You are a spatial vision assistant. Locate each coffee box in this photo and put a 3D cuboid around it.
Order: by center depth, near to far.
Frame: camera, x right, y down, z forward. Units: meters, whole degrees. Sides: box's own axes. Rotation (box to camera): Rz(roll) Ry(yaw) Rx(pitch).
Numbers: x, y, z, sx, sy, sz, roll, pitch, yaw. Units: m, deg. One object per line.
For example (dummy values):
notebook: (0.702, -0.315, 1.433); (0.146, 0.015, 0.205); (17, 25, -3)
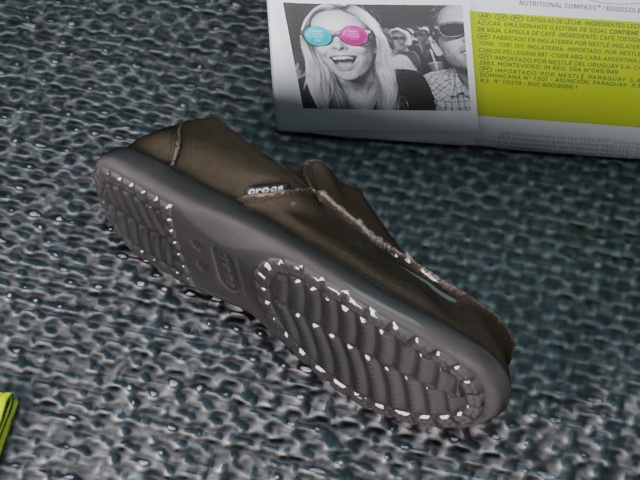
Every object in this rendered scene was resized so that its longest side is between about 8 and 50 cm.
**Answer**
coffee box: (0.147, -0.303, 1.282); (0.338, 0.334, 0.338); (6, 52, 7)

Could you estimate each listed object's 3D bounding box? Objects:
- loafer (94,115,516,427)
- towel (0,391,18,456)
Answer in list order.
loafer: (0.000, 0.000, 1.175); (0.366, 0.134, 0.130); (32, 60, 24)
towel: (-0.290, 0.197, 1.104); (0.102, 0.021, 0.237); (9, 52, 8)
